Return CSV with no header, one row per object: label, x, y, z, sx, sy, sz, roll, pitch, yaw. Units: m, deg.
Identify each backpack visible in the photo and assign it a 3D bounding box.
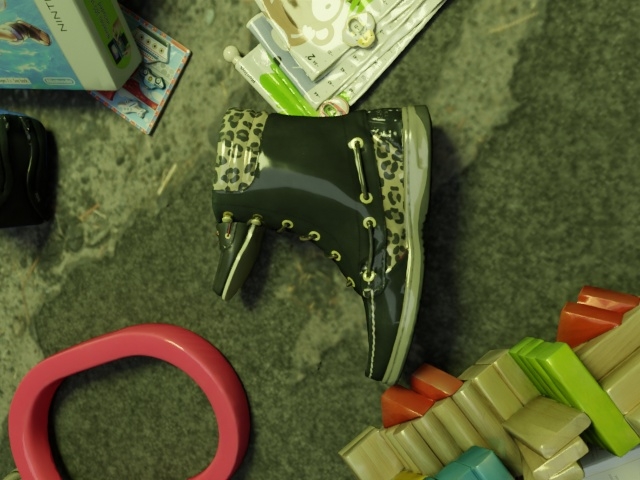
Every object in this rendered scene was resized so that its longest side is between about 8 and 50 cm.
backpack,-0.352,-0.080,0.640,0.101,0.098,0.120,15,103,20

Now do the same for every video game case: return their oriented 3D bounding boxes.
video game case,-0.330,-0.249,0.536,0.270,0.061,0.244,5,140,16

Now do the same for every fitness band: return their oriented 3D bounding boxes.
fitness band,-0.212,0.204,0.663,0.291,0.054,0.209,-20,89,19

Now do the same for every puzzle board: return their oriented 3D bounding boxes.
puzzle board,-0.203,-0.183,0.621,0.128,0.011,0.096,35,107,10

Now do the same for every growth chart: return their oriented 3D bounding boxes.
growth chart,0.016,-0.212,0.538,0.172,0.021,0.237,42,108,10

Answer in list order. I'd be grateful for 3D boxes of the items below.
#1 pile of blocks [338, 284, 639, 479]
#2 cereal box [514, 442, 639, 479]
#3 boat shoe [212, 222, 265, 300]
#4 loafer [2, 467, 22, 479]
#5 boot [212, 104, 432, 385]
pile of blocks,0.124,0.145,0.486,0.362,0.149,0.112,-39,85,20
cereal box,0.301,0.232,0.492,0.240,0.047,0.173,-30,87,21
boat shoe,-0.077,-0.008,0.584,0.042,0.049,0.133,21,97,11
loafer,-0.369,0.341,0.738,0.045,0.039,0.125,-2,97,18
boot,0.000,-0.001,0.522,0.179,0.085,0.236,5,95,5
